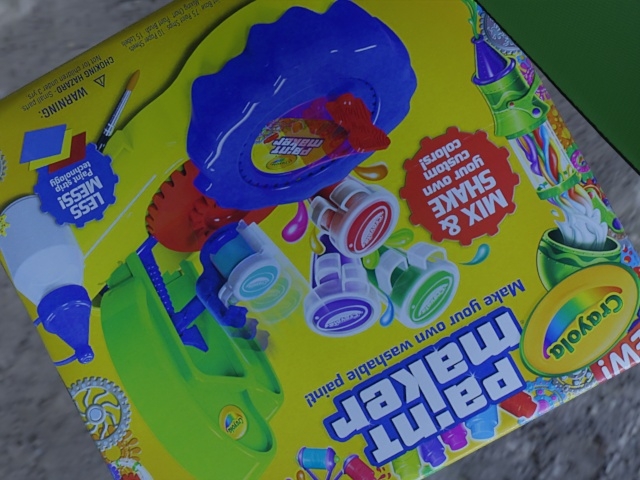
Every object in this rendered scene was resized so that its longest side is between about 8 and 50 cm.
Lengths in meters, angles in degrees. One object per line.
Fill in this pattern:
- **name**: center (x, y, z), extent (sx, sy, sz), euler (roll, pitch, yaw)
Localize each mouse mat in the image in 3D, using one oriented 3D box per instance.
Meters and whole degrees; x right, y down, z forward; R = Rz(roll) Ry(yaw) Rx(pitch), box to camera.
- **mouse mat**: center (0.044, -0.087, 0.425), extent (0.007, 0.152, 0.190), euler (-39, 77, -4)

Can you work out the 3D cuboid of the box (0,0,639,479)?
- **box**: center (0.000, 0.000, 0.914), extent (0.290, 0.177, 0.279), euler (-30, 85, 5)
